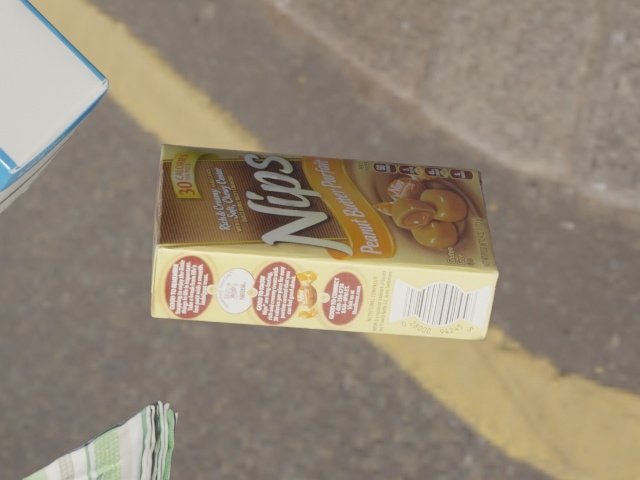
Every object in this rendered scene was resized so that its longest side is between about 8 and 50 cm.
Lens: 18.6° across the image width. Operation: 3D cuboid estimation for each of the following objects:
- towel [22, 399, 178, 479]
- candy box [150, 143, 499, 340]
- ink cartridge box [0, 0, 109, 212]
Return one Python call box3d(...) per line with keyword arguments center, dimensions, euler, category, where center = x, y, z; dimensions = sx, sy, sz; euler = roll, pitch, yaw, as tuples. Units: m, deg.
box3d(center=(-0.146, 0.172, 1.214), dimensions=(0.152, 0.023, 0.113), euler=(-30, 44, 40), category="towel")
box3d(center=(0.000, 0.000, 1.859), dimensions=(0.183, 0.316, 0.088), euler=(-95, 11, -56), category="candy box")
box3d(center=(-0.211, -0.085, 1.099), dimensions=(0.082, 0.139, 0.190), euler=(-47, 5, -24), category="ink cartridge box")
